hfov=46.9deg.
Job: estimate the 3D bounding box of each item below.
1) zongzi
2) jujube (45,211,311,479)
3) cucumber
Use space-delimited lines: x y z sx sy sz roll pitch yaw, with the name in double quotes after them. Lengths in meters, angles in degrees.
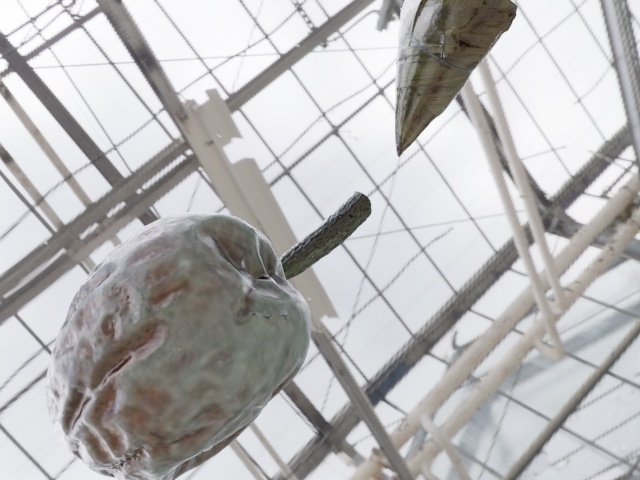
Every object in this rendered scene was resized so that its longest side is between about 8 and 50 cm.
0.171 -0.300 1.245 0.138 0.286 0.300 22 -76 -15 "zongzi"
-0.154 0.116 0.760 0.308 0.215 0.246 -46 -13 24 "jujube"
0.000 0.000 1.262 0.215 0.052 0.058 -41 -34 -13 "cucumber"
